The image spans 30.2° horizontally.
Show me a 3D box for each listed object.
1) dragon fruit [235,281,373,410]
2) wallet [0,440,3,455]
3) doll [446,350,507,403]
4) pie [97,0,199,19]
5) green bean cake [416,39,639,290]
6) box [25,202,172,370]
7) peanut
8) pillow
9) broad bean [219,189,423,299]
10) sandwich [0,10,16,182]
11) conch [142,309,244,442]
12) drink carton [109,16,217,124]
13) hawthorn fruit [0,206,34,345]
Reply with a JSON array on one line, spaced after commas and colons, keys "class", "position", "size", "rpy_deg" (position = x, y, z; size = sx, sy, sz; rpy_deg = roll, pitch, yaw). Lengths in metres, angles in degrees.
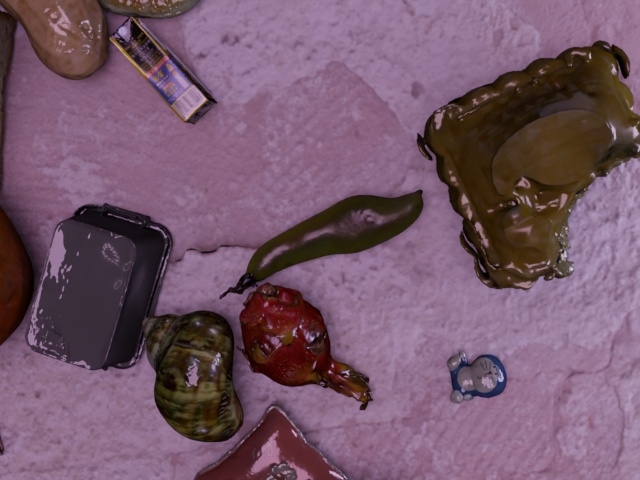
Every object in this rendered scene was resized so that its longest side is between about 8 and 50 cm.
[{"class": "dragon fruit", "position": [-0.018, 0.164, 1.701], "size": [0.246, 0.125, 0.125], "rpy_deg": [36, 130, -16]}, {"class": "wallet", "position": [-0.590, 0.306, 1.824], "size": [0.196, 0.020, 0.103], "rpy_deg": [-17, 91, 8]}, {"class": "doll", "position": [0.224, 0.193, 1.699], "size": [0.083, 0.050, 0.076], "rpy_deg": [-10, 74, 9]}, {"class": "pie", "position": [-0.250, -0.434, 1.715], "size": [0.240, 0.054, 0.241], "rpy_deg": [1, 94, 9]}, {"class": "green bean cake", "position": [0.311, -0.099, 1.593], "size": [0.310, 0.202, 0.285], "rpy_deg": [-26, 92, 8]}, {"class": "box", "position": [-0.327, 0.073, 1.718], "size": [0.163, 0.135, 0.243], "rpy_deg": [18, 96, 6]}, {"class": "peanut", "position": [-0.394, -0.350, 1.707], "size": [0.123, 0.123, 0.257], "rpy_deg": [-35, 88, 8]}, {"class": "pillow", "position": [-0.072, 0.356, 1.734], "size": [0.179, 0.075, 0.171], "rpy_deg": [-44, 89, 7]}, {"class": "broad bean", "position": [0.001, 0.000, 1.711], "size": [0.325, 0.067, 0.075], "rpy_deg": [-25, 60, 10]}, {"class": "sandwich", "position": [-0.523, -0.203, 1.667], "size": [0.099, 0.254, 0.288], "rpy_deg": [8, 97, 4]}, {"class": "conch", "position": [-0.189, 0.191, 1.706], "size": [0.187, 0.124, 0.181], "rpy_deg": [-60, 45, 37]}, {"class": "drink carton", "position": [-0.226, -0.247, 1.715], "size": [0.056, 0.071, 0.166], "rpy_deg": [-42, 89, 4]}, {"class": "hawthorn fruit", "position": [-0.549, 0.061, 1.656], "size": [0.277, 0.298, 0.277], "rpy_deg": [-2, 104, -7]}]
